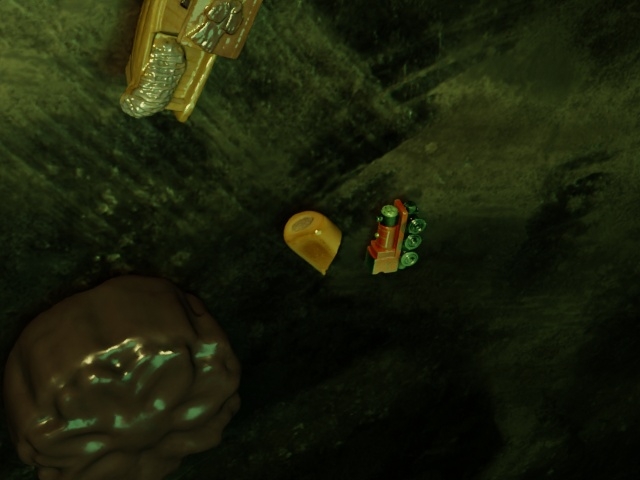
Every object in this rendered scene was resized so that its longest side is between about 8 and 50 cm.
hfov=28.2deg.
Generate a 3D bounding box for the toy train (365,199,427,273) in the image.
[{"bbox_3d":[0.095,-0.006,1.623,0.064,0.044,0.103,-4,129,-18],"label":"toy train"}]

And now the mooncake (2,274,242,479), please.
[{"bbox_3d":[-0.228,0.183,1.498,0.283,0.141,0.283,-17,134,-18],"label":"mooncake"}]

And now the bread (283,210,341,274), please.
[{"bbox_3d":[0.001,0.000,1.555,0.062,0.049,0.103,-21,144,24],"label":"bread"}]

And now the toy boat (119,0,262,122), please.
[{"bbox_3d":[-0.104,-0.253,1.221,0.089,0.121,0.321,10,120,-33],"label":"toy boat"}]
